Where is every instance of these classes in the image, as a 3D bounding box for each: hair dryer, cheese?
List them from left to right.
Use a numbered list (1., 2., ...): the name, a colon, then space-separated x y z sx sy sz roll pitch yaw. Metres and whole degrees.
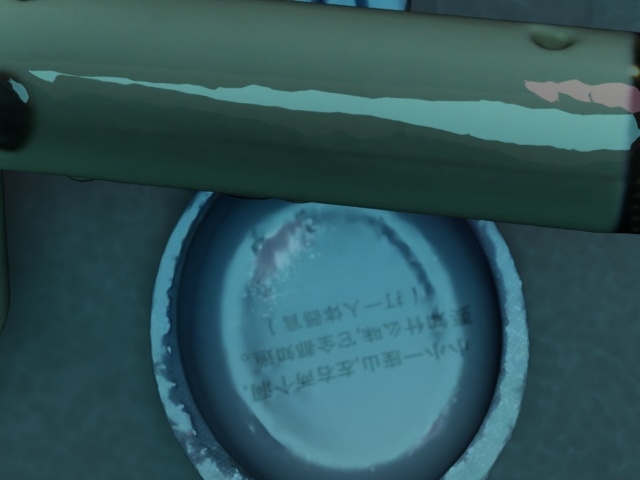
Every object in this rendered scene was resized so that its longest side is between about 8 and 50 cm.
1. hair dryer: -0.045 -0.042 0.495 0.362 0.128 0.203 6 122 5
2. cheese: 0.000 0.000 0.592 0.135 0.052 0.244 -12 93 -5
